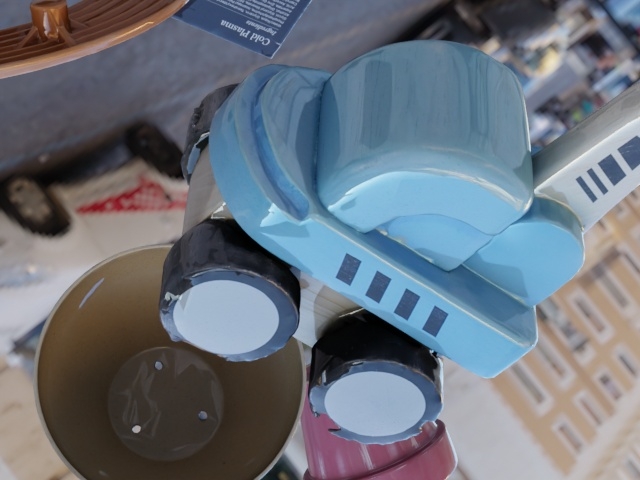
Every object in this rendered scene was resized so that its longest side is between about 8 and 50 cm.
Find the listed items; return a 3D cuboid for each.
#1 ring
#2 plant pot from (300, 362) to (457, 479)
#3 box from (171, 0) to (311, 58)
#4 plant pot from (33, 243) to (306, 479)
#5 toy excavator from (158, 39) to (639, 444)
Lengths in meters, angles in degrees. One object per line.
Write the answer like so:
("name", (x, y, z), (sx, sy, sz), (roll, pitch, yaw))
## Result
("ring", (-0.242, -0.167, 0.976), (0.336, 0.032, 0.336), (-3, -153, 2))
("plant pot", (0.056, 0.237, 1.991), (0.201, 0.180, 0.201), (-20, -171, 3))
("box", (-0.077, -0.465, 1.918), (0.312, 0.179, 0.343), (-52, -147, 31))
("plant pot", (-0.168, 0.164, 1.690), (0.284, 0.284, 0.191), (-37, 173, -16))
("toy excavator", (0.154, -0.039, 1.171), (0.445, 0.433, 0.222), (-42, -152, 35))
